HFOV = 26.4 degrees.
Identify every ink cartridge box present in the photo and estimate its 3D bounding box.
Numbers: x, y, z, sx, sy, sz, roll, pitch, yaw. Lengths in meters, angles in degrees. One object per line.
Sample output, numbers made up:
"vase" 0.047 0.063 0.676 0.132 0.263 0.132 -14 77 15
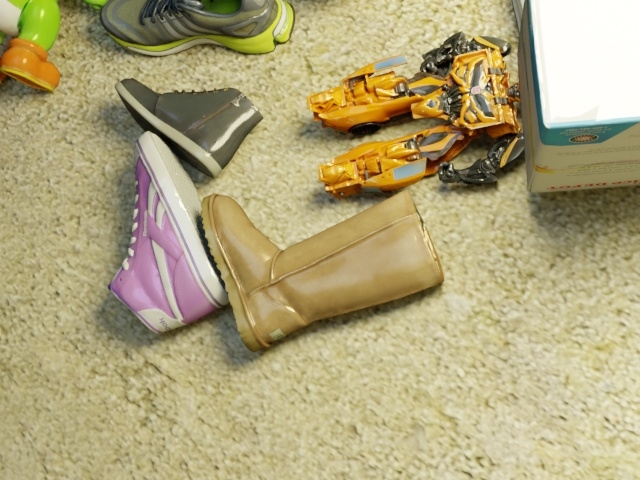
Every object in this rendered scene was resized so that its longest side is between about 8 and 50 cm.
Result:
"ink cartridge box" 0.337 -0.186 1.575 0.198 0.270 0.197 -4 76 4

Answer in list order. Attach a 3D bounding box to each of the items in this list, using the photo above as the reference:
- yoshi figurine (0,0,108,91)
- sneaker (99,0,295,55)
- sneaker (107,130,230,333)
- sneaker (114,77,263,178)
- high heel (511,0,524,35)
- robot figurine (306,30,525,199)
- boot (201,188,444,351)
"yoshi figurine" -0.433 -0.413 2.098 0.203 0.203 0.362 3 81 65
"sneaker" -0.191 -0.341 1.968 0.300 0.121 0.111 0 68 22
"sneaker" -0.237 -0.008 1.854 0.161 0.102 0.282 -28 63 12
"sneaker" -0.186 -0.187 1.934 0.222 0.083 0.118 37 76 25
"high heel" 0.381 -0.292 1.762 0.261 0.093 0.186 -14 82 6
"robot figurine" 0.133 -0.159 1.774 0.291 0.085 0.211 -16 73 19
"boot" 0.000 0.000 1.772 0.269 0.089 0.236 -24 74 11
